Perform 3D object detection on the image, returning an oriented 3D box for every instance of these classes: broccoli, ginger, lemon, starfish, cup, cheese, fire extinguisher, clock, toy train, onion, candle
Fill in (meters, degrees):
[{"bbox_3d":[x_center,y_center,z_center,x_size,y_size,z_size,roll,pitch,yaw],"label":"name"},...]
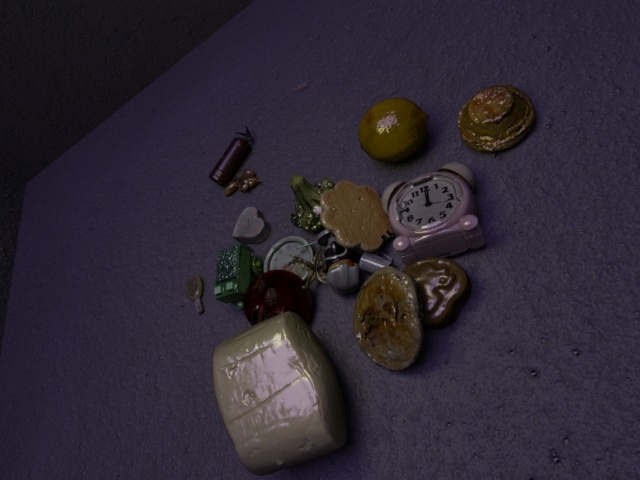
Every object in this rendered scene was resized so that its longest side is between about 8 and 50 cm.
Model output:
[{"bbox_3d":[-0.037,-0.158,1.809,0.247,0.243,0.263,-40,40,5],"label":"broccoli"},{"bbox_3d":[-0.397,-0.276,2.222,0.214,0.059,0.133,-32,48,12],"label":"ginger"},{"bbox_3d":[0.283,-0.431,1.761,0.267,0.267,0.267,-15,58,25],"label":"lemon"},{"bbox_3d":[-0.025,0.108,1.740,0.050,0.217,0.223,-52,4,46],"label":"starfish"},{"bbox_3d":[0.214,0.081,1.648,0.116,0.074,0.104,19,48,34],"label":"cup"},{"bbox_3d":[-0.569,0.253,2.056,0.097,0.037,0.192,-37,52,11],"label":"cheese"},{"bbox_3d":[-0.455,-0.449,2.320,0.138,0.102,0.344,26,80,31],"label":"fire extinguisher"},{"bbox_3d":[-0.126,0.098,1.849,0.236,0.053,0.236,-12,62,23],"label":"clock"},{"bbox_3d":[-0.339,0.151,1.869,0.159,0.188,0.271,-17,59,25],"label":"toy train"},{"bbox_3d":[-0.170,0.236,1.686,0.272,0.195,0.272,-3,77,13],"label":"onion"},{"bbox_3d":[0.388,-0.103,1.565,0.342,0.184,0.326,-16,54,16],"label":"clock"},{"bbox_3d":[-0.324,-0.056,2.050,0.168,0.068,0.192,-36,50,6],"label":"candle"}]

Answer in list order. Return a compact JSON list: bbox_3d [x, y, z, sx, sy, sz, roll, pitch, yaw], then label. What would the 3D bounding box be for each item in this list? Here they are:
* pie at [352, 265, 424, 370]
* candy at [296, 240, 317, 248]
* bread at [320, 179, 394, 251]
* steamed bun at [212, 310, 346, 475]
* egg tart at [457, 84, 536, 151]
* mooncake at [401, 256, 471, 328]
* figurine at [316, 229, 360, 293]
[{"bbox_3d":[0.219,0.252,1.463,0.339,0.077,0.339,-3,87,54],"label":"pie"},{"bbox_3d":[0.000,0.000,1.798,0.202,0.061,0.061,-17,56,4],"label":"candy"},{"bbox_3d":[0.138,-0.090,1.675,0.054,0.316,0.316,124,150,-56],"label":"bread"},{"bbox_3d":[-0.118,0.491,1.482,0.371,0.290,0.456,-26,67,10],"label":"steamed bun"},{"bbox_3d":[0.633,-0.466,1.640,0.294,0.123,0.294,-15,56,24],"label":"egg tart"},{"bbox_3d":[0.362,0.159,1.477,0.235,0.117,0.235,-13,62,26],"label":"mooncake"},{"bbox_3d":[0.070,0.085,1.671,0.133,0.176,0.236,-18,62,1],"label":"figurine"}]
